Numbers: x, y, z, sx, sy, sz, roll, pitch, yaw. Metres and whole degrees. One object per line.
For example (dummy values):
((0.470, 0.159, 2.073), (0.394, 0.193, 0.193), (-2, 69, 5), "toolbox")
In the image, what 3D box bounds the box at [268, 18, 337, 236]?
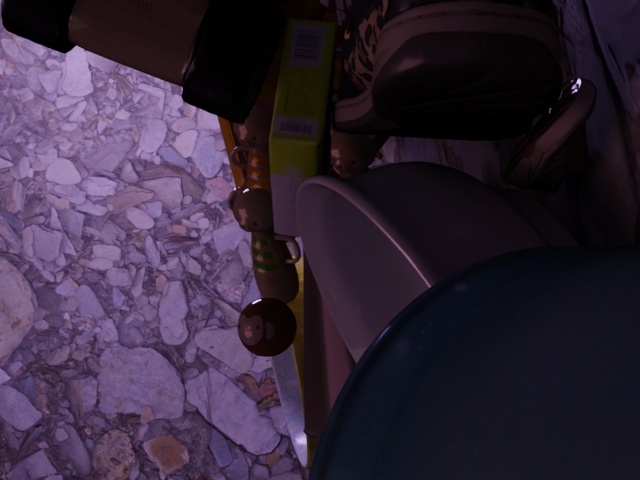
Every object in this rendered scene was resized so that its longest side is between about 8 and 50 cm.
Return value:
((-0.013, -0.080, 0.885), (0.178, 0.042, 0.109), (92, -176, -65), "box")

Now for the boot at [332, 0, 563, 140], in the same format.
((0.078, -0.213, 0.737), (0.377, 0.138, 0.284), (-15, -74, -89), "boot")

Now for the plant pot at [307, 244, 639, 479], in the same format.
((0.165, 0.117, 0.385), (0.255, 0.272, 0.271), (-22, 79, 65), "plant pot")

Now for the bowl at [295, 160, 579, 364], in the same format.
((0.114, 0.055, 0.812), (0.298, 0.134, 0.298), (55, 165, 23), "bowl")

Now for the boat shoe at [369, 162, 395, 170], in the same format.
((0.093, 0.015, 1.168), (0.070, 0.078, 0.219), (93, 161, -53), "boat shoe")

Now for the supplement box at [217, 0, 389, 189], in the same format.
((-0.012, -0.177, 1.187), (0.194, 0.129, 0.191), (-51, 45, 42), "supplement box")

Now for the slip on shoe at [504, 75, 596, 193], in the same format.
((0.165, -0.066, 0.762), (0.135, 0.041, 0.051), (115, -179, -66), "slip on shoe")

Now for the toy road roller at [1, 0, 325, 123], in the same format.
((-0.091, -0.249, 0.908), (0.329, 0.203, 0.240), (-65, -3, -76), "toy road roller")

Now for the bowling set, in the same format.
((0.000, 0.000, 1.012), (0.200, 0.287, 0.154), (-50, -39, -40), "bowling set")

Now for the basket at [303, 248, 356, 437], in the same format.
((0.056, 0.102, 1.282), (0.204, 0.154, 0.226), (-6, 89, 53), "basket")

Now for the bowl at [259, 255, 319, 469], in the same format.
((0.022, 0.149, 1.503), (0.289, 0.156, 0.289), (169, 90, -81), "bowl")
